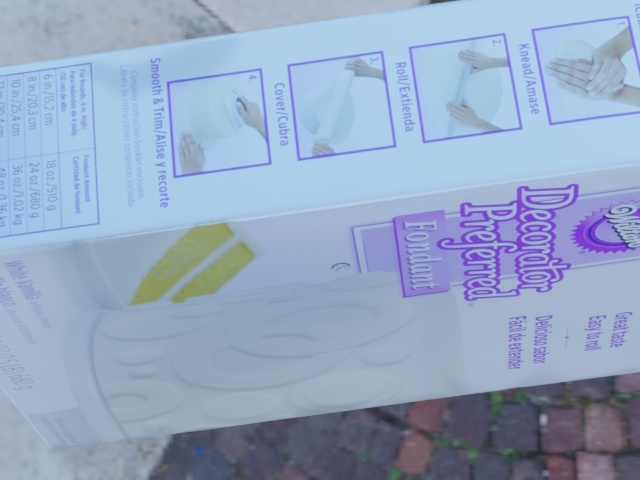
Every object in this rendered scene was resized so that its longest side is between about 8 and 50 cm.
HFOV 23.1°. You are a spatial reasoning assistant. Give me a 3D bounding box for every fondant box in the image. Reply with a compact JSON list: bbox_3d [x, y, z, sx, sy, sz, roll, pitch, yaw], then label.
[{"bbox_3d":[0.000,0.000,0.742,0.330,0.238,0.096,-9,64,2],"label":"fondant box"}]
